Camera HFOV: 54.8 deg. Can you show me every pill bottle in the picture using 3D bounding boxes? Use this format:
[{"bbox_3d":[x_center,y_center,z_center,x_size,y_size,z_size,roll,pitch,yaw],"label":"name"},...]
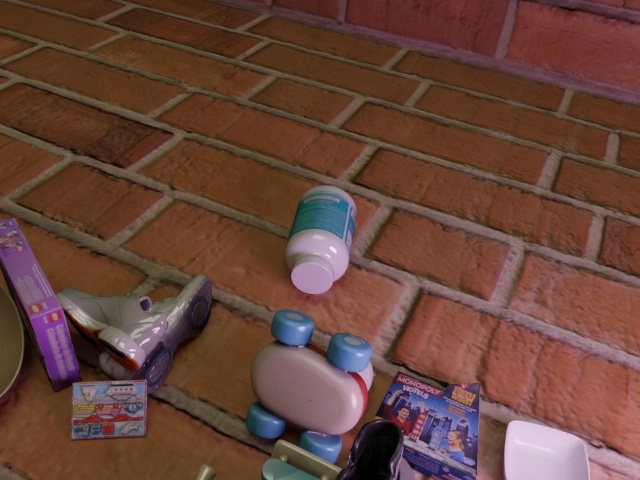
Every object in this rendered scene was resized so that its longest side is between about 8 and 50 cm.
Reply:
[{"bbox_3d":[0.000,0.000,1.416,0.146,0.146,0.264,8,39,4],"label":"pill bottle"}]

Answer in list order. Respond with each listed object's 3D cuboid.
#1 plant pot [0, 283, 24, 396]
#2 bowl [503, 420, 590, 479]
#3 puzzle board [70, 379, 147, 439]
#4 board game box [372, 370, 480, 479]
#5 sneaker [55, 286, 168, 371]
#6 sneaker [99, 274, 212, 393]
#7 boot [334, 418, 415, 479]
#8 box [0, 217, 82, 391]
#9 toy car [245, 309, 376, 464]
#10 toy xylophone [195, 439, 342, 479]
[{"bbox_3d":[-0.698,0.185,1.066,0.190,0.284,0.284,-23,33,23],"label":"plant pot"},{"bbox_3d":[0.380,0.391,1.055,0.142,0.053,0.142,12,39,10],"label":"bowl"},{"bbox_3d":[-0.370,0.296,1.081,0.128,0.011,0.096,-1,81,-7],"label":"puzzle board"},{"bbox_3d":[0.209,0.323,1.114,0.194,0.060,0.194,21,41,19],"label":"board game box"},{"bbox_3d":[-0.382,0.139,1.149,0.262,0.099,0.121,25,56,32],"label":"sneaker"},{"bbox_3d":[-0.317,0.162,1.224,0.129,0.111,0.297,15,40,20],"label":"sneaker"},{"bbox_3d":[0.090,0.349,0.889,0.118,0.223,0.338,7,18,10],"label":"boot"},{"bbox_3d":[-0.546,0.118,1.177,0.057,0.201,0.293,-22,47,-29],"label":"box"},{"bbox_3d":[0.009,0.243,1.128,0.210,0.219,0.238,20,12,20],"label":"toy car"},{"bbox_3d":[-0.106,0.424,0.855,0.236,0.081,0.323,17,37,6],"label":"toy xylophone"}]
